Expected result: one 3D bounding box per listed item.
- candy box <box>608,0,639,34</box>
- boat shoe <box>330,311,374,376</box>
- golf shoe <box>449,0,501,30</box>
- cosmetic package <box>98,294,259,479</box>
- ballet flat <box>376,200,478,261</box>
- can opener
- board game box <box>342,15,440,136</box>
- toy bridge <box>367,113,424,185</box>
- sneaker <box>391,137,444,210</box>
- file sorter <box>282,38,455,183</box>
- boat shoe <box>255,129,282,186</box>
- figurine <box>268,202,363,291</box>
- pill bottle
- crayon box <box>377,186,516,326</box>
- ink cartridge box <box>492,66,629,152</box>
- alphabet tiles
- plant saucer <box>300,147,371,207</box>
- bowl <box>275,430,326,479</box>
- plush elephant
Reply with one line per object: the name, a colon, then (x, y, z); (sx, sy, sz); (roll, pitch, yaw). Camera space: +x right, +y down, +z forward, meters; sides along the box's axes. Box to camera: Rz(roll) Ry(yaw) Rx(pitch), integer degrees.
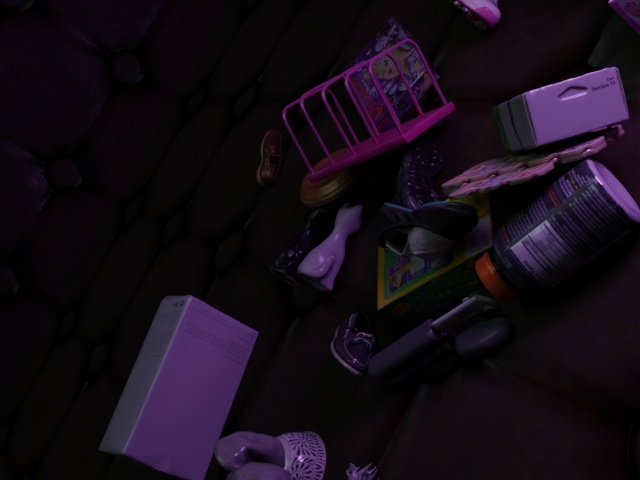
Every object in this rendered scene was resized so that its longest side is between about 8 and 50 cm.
candy box: (0.544, -0.440, 1.357); (0.071, 0.159, 0.233); (-32, 37, 41)
boat shoe: (0.066, 0.189, 1.534); (0.065, 0.075, 0.206); (-51, 9, 11)
golf shoe: (0.352, -0.580, 1.840); (0.140, 0.115, 0.306); (-44, 33, 18)
cosmetic package: (-0.322, 0.344, 1.880); (0.156, 0.217, 0.385); (-9, 53, 53)
ballet flat: (0.180, -0.013, 1.417); (0.280, 0.095, 0.096); (2, 73, 69)
can opener: (0.194, 0.179, 1.384); (0.280, 0.074, 0.093); (-35, 37, 35)
board game box: (0.166, -0.414, 2.031); (0.208, 0.056, 0.347); (-51, 30, 22)
toy bridge: (0.174, -0.213, 1.842); (0.188, 0.026, 0.063); (-49, 29, 15)
sneaker: (0.184, -0.112, 1.656); (0.267, 0.101, 0.106); (-74, 12, -48)
file sorter: (0.091, -0.277, 1.731); (0.290, 0.182, 0.202); (-19, 14, 45)
boat shoe: (-0.134, -0.237, 2.308); (0.060, 0.064, 0.178); (-16, 55, 44)
figurine: (0.000, 0.000, 1.852); (0.215, 0.092, 0.209); (6, 63, 58)
pill bottle: (0.356, -0.005, 1.254); (0.245, 0.130, 0.130); (-42, 33, 26)
crayon box: (0.226, 0.023, 1.478); (0.278, 0.081, 0.165); (-34, 37, 36)
ink cartridge box: (0.380, -0.205, 1.309); (0.153, 0.087, 0.208); (-16, 3, 1)
alphabet tiles: (0.340, -0.132, 1.328); (0.284, 0.021, 0.278); (-13, 12, 46)
plant saucer: (0.029, -0.158, 1.943); (0.200, 0.037, 0.200); (-29, 27, 17)
bowl: (-0.074, 0.431, 1.548); (0.170, 0.080, 0.170); (-37, 35, 32)
plush elephant: (-0.081, 0.470, 1.338); (0.330, 0.255, 0.272); (-54, 29, 6)
